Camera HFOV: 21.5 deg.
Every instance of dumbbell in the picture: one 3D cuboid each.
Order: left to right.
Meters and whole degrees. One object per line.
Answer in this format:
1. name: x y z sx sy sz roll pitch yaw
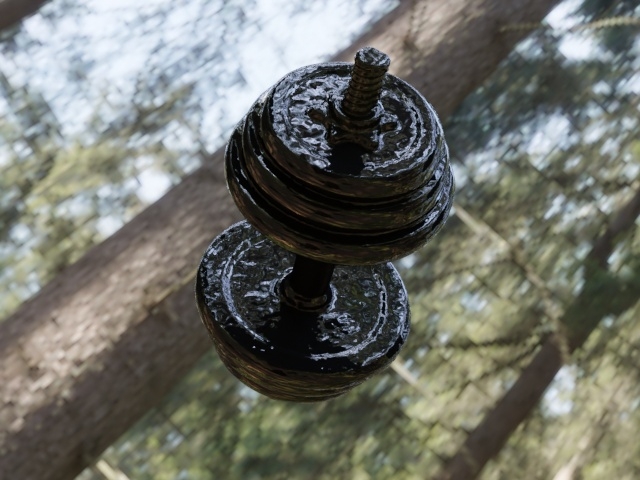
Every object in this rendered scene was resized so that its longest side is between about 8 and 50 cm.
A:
1. dumbbell: 0.000 0.000 0.720 0.099 0.099 0.208 31 -43 14
